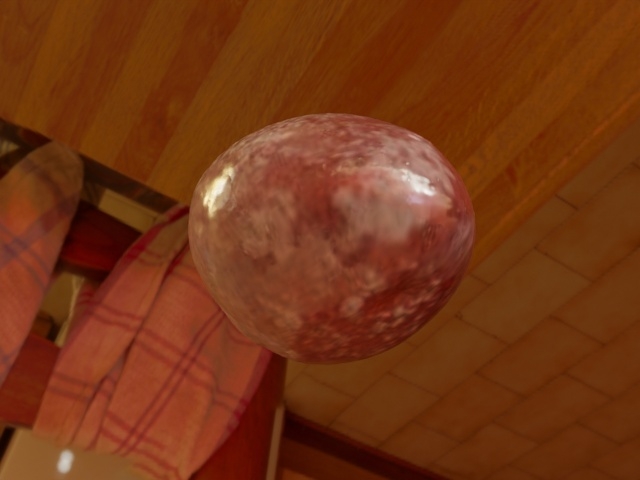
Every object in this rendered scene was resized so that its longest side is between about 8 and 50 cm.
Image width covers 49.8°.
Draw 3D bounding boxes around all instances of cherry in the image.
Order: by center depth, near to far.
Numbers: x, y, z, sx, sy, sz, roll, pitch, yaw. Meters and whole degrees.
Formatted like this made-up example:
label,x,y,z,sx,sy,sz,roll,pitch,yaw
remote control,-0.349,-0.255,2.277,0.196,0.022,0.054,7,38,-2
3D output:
label,x,y,z,sx,sy,sz,roll,pitch,yaw
cherry,0.000,0.000,0.624,0.285,0.213,0.236,-31,149,34
